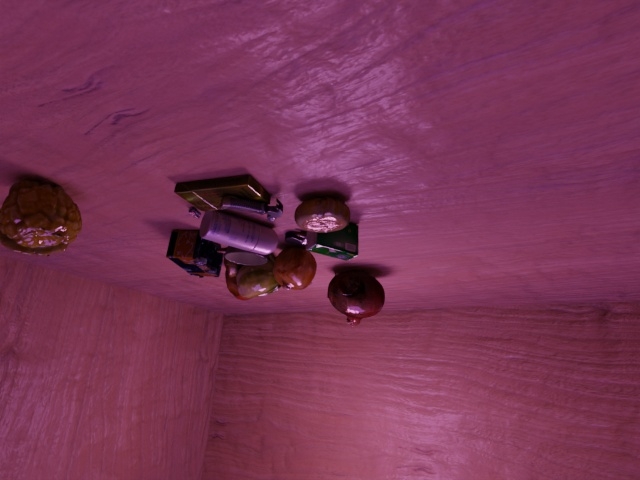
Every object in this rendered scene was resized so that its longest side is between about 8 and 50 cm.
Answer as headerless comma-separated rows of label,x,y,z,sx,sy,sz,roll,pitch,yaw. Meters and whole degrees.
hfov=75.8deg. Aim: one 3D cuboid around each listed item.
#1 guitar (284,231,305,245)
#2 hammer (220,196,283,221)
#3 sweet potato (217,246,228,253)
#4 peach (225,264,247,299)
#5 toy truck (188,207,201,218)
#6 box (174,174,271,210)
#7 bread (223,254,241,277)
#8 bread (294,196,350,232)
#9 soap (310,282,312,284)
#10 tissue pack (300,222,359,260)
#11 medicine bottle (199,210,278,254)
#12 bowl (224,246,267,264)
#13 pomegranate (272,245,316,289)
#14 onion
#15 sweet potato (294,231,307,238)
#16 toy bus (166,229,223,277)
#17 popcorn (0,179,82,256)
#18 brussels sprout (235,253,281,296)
guitar,-0.038,0.006,1.959,0.270,0.038,0.084,11,161,-20
hammer,-0.248,-0.122,1.505,0.226,0.041,0.158,9,161,-20
sweet potato,-0.404,0.059,2.142,0.264,0.058,0.057,4,162,-19
peach,-0.467,0.235,2.475,0.235,0.214,0.214,43,153,-5
toy truck,-0.531,-0.116,1.733,0.031,0.024,0.083,-22,159,4
box,-0.359,-0.170,1.518,0.310,0.043,0.173,-3,160,19
bread,-0.496,0.143,2.317,0.085,0.125,0.156,-13,157,-4
bread,0.009,-0.099,1.551,0.213,0.105,0.213,1,156,0
soap,-0.152,0.214,2.516,0.140,0.073,0.232,-5,159,19
tissue pack,0.038,-0.005,1.746,0.208,0.148,0.156,14,157,-26
medicine bottle,-0.339,-0.029,1.784,0.340,0.131,0.130,17,157,-34
bowl,-0.358,0.041,2.009,0.211,0.112,0.211,4,162,1
pomegranate,-0.133,0.145,2.084,0.247,0.249,0.248,4,161,1
onion,0.207,0.313,2.438,0.352,0.354,0.354,4,161,1
sweet potato,-0.001,0.000,1.903,0.249,0.060,0.069,15,-165,-24
toy bus,-0.626,0.072,2.084,0.193,0.162,0.323,2,159,7
popcorn,-1.070,-0.080,1.585,0.281,0.247,0.282,-13,132,-15
brussels sprout,-0.332,0.195,2.290,0.294,0.227,0.260,-22,155,-15
